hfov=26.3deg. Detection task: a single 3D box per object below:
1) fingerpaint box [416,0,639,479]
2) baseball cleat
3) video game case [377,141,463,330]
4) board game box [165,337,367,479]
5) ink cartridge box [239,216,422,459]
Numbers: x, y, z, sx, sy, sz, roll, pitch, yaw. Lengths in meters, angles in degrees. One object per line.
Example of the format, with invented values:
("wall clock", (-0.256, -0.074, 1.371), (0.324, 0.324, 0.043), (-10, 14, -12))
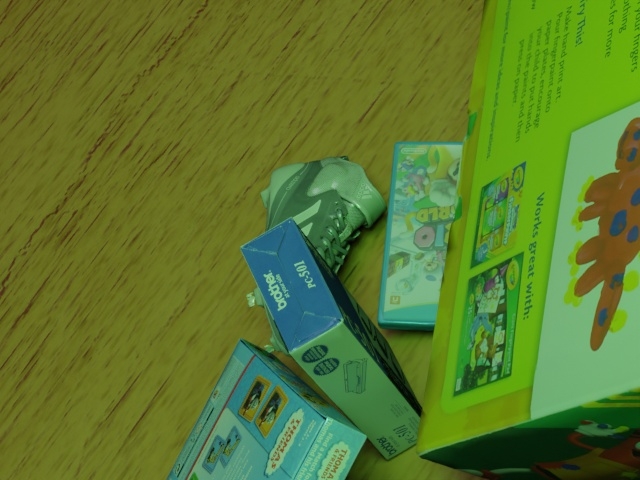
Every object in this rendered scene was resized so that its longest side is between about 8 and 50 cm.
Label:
("fingerpaint box", (0.255, -0.078, 0.891), (0.371, 0.163, 0.445), (-32, 42, 55))
("baseball cleat", (0.000, 0.000, 1.112), (0.109, 0.072, 0.206), (-18, 45, 15))
("video game case", (0.112, -0.005, 1.098), (0.119, 0.015, 0.166), (2, 63, 11))
("board game box", (-0.053, 0.173, 0.994), (0.160, 0.039, 0.211), (-62, 21, 1))
("ink cartridge box", (0.016, 0.077, 0.995), (0.046, 0.207, 0.097), (-31, 54, 5))
